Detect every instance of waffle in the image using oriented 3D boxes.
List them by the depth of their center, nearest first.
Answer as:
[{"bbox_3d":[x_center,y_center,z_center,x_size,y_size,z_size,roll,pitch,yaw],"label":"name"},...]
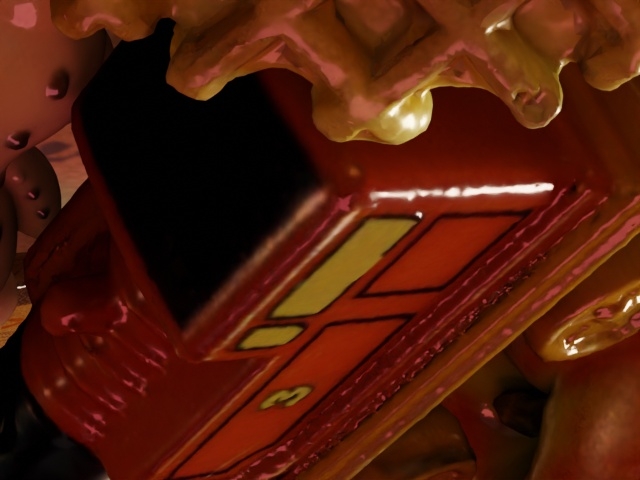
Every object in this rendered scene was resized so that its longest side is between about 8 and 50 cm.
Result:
[{"bbox_3d":[0.015,-0.147,0.502,0.253,0.056,0.249,18,113,0],"label":"waffle"}]

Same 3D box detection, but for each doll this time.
[{"bbox_3d":[-0.168,-0.034,0.733,0.154,0.119,0.278,-13,154,-26],"label":"doll"}]

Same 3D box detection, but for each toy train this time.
[{"bbox_3d":[0.000,0.000,0.714,0.232,0.163,0.369,-1,146,-44],"label":"toy train"}]

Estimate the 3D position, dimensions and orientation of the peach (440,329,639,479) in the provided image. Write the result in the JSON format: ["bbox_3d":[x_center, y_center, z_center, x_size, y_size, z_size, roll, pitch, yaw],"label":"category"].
[{"bbox_3d":[0.206,0.065,0.872,0.275,0.248,0.245,-6,140,-24],"label":"peach"}]

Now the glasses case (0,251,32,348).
[{"bbox_3d":[-0.142,0.033,0.943,0.170,0.041,0.064,-5,130,-47],"label":"glasses case"}]
